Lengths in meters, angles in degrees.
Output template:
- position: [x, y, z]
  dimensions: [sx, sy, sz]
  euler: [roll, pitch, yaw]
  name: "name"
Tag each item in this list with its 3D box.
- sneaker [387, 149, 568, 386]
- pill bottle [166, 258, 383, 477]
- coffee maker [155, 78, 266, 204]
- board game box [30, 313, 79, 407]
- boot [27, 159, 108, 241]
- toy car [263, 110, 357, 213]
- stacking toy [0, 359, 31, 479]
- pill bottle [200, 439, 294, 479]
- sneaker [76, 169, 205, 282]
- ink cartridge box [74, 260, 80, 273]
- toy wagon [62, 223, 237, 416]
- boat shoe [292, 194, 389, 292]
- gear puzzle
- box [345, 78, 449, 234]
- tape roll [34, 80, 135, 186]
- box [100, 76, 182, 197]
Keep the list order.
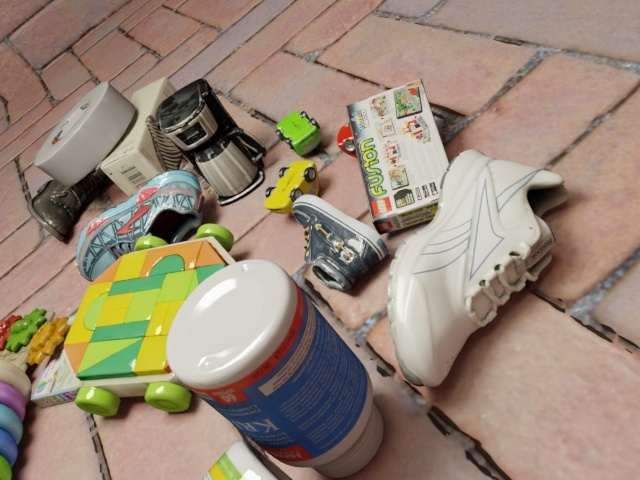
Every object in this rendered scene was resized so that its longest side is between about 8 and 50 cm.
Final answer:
- position: [0.163, 0.017, 0.629]
  dimensions: [0.129, 0.111, 0.297]
  euler: [8, 57, 36]
  name: "sneaker"
- position: [-0.027, 0.129, 0.559]
  dimensions: [0.124, 0.221, 0.124]
  euler: [-22, 39, 19]
  name: "pill bottle"
- position: [-0.194, -0.173, 1.043]
  dimensions: [0.120, 0.178, 0.171]
  euler: [-43, 38, -9]
  name: "coffee maker"
- position: [-0.371, 0.174, 0.943]
  dimensions: [0.103, 0.026, 0.154]
  euler: [-17, 42, 24]
  name: "board game box"
- position: [-0.501, -0.131, 1.313]
  dimensions: [0.229, 0.091, 0.263]
  euler: [-35, 35, 3]
  name: "boot"
- position: [-0.006, -0.145, 0.971]
  dimensions: [0.239, 0.053, 0.225]
  euler: [-37, 37, -1]
  name: "toy car"
- position: [-0.461, 0.320, 0.794]
  dimensions: [0.141, 0.141, 0.330]
  euler: [-31, 44, 8]
  name: "stacking toy"
- position: [-0.102, 0.304, 0.504]
  dimensions: [0.246, 0.136, 0.136]
  euler: [-47, 39, -14]
  name: "pill bottle"
- position: [-0.303, -0.005, 1.015]
  dimensions: [0.262, 0.104, 0.125]
  euler: [-39, 47, 11]
  name: "sneaker"
- position: [-0.417, 0.035, 1.123]
  dimensions: [0.083, 0.028, 0.048]
  euler: [-4, 48, 36]
  name: "ink cartridge box"
- position: [-0.191, 0.095, 0.829]
  dimensions: [0.344, 0.068, 0.267]
  euler: [-10, 50, 25]
  name: "toy wagon"
- position: [0.000, 0.000, 0.801]
  dimensions: [0.083, 0.065, 0.183]
  euler: [-45, 39, -14]
  name: "boat shoe"
- position: [-0.533, 0.187, 1.016]
  dimensions: [0.339, 0.044, 0.175]
  euler: [-15, 42, 34]
  name: "gear puzzle"
- position: [0.107, -0.116, 0.813]
  dimensions: [0.114, 0.036, 0.207]
  euler: [-18, 56, 13]
  name: "box"
- position: [-0.473, -0.214, 1.230]
  dimensions: [0.219, 0.072, 0.219]
  euler: [-31, 35, 25]
  name: "tape roll"
- position: [-0.349, -0.212, 1.262]
  dimensions: [0.094, 0.113, 0.275]
  euler: [-21, 41, 21]
  name: "box"
